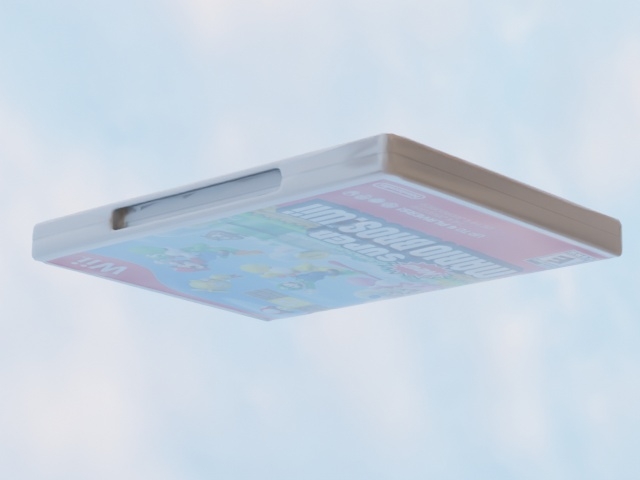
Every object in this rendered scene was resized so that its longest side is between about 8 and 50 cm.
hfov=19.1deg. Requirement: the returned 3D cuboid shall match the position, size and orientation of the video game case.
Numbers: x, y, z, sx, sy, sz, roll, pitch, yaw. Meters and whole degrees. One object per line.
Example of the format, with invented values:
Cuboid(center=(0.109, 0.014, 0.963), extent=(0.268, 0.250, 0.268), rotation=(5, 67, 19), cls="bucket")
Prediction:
Cuboid(center=(0.000, 0.000, 1.097), extent=(0.204, 0.285, 0.025), rotation=(17, -111, -44), cls="video game case")
